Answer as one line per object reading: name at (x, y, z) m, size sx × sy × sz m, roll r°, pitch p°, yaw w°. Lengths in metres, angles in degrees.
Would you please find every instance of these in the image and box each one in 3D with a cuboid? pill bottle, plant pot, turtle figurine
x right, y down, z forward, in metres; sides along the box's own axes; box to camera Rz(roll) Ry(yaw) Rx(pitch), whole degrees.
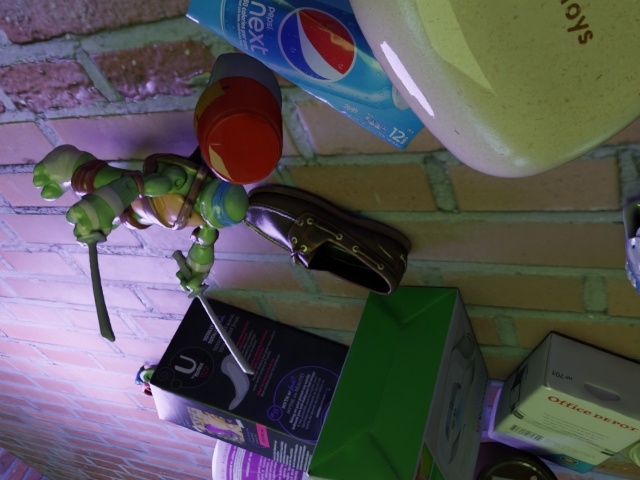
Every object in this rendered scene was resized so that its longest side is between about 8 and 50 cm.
pill bottle at (-0.045, 0.446, 1.242) m, size 0.301 × 0.169 × 0.169 m, roll 2°, pitch 139°, yaw 27°
plant pot at (0.261, 0.382, 0.911) m, size 0.215 × 0.216 × 0.230 m, roll 13°, pitch 157°, yaw 14°
turtle figurine at (-0.212, 0.000, 0.712) m, size 0.266 × 0.197 × 0.275 m, roll 17°, pitch 105°, yaw 38°

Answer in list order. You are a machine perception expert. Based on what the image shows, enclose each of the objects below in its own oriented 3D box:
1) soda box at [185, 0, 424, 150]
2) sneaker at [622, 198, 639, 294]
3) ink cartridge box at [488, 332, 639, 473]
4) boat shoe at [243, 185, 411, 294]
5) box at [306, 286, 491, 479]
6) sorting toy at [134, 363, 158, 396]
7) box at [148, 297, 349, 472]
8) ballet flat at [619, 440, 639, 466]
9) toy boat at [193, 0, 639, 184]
soda box at (0.005, -0.166, 0.516) m, size 0.210 × 0.071 × 0.067 m, roll 30°, pitch 144°, yaw -9°
sneaker at (0.290, 0.028, 0.523) m, size 0.071 × 0.191 × 0.083 m, roll -25°, pitch 116°, yaw 14°
ink cartridge box at (0.319, 0.215, 0.821) m, size 0.139 × 0.082 × 0.191 m, roll 20°, pitch 143°, yaw 5°
boat shoe at (0.000, 0.000, 0.732) m, size 0.206 × 0.073 × 0.073 m, roll 19°, pitch 145°, yaw 9°
box at (0.113, 0.229, 0.800) m, size 0.126 × 0.262 × 0.231 m, roll 0°, pitch 137°, yaw 29°
sorting toy at (-0.348, 0.280, 1.316) m, size 0.061 × 0.042 × 0.102 m, roll 12°, pitch 133°, yaw -10°
box at (-0.103, 0.226, 0.996) m, size 0.270 × 0.165 × 0.143 m, roll 19°, pitch 144°, yaw 7°
ballet flat at (0.456, 0.258, 0.801) m, size 0.086 × 0.086 × 0.248 m, roll 28°, pitch 144°, yaw -7°
toy boat at (0.055, -0.143, 0.408) m, size 0.318 × 0.148 × 0.268 m, roll -28°, pitch 116°, yaw 4°
